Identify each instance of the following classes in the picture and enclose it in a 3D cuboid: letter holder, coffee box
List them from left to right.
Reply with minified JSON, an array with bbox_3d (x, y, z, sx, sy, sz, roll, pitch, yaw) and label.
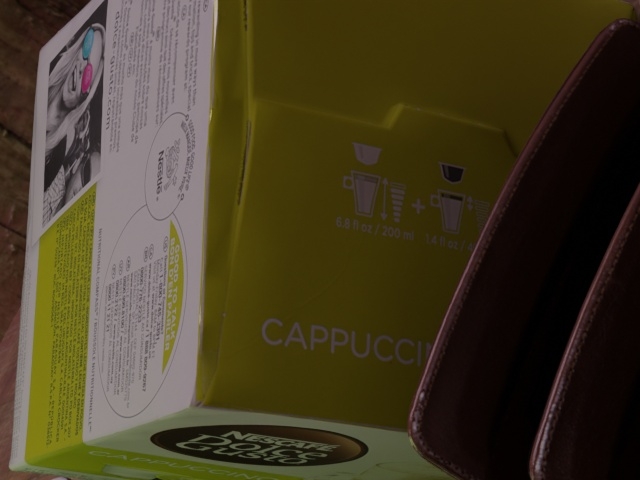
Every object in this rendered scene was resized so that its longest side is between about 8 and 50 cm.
[{"bbox_3d":[0.000,0.000,1.082,0.334,0.337,0.338,-25,58,57],"label":"coffee box"},{"bbox_3d":[0.211,0.029,0.852,0.302,0.214,0.152,-61,19,-16],"label":"letter holder"}]

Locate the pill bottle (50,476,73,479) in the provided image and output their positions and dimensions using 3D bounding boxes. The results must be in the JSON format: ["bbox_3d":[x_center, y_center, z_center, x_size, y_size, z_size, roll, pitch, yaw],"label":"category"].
[{"bbox_3d":[-0.139,0.301,1.226,0.130,0.245,0.130,-47,22,26],"label":"pill bottle"}]

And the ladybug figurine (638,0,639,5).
[{"bbox_3d":[0.382,-0.302,1.066,0.449,0.162,0.305,-63,19,-17],"label":"ladybug figurine"}]
